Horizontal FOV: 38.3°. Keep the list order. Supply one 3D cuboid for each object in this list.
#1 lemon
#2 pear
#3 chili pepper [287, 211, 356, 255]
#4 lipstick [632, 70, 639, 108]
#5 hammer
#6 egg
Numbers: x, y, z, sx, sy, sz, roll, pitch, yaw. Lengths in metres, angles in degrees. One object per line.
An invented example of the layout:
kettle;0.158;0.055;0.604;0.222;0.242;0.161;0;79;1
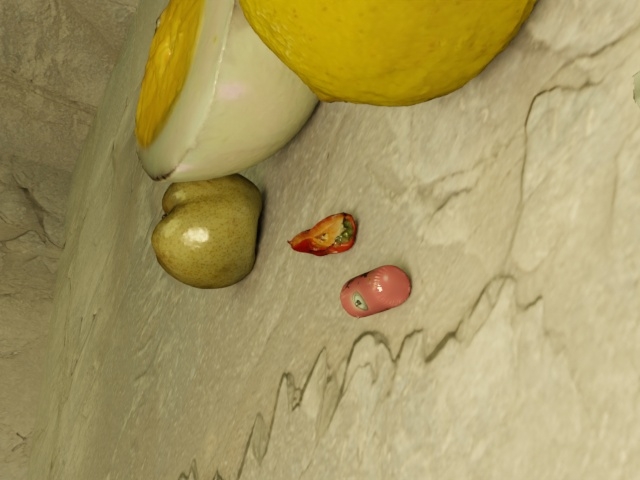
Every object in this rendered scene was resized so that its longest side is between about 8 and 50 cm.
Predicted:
lemon;0.054;-0.249;0.740;0.322;0.268;0.268;124;154;-49
pear;-0.150;-0.017;1.226;0.167;0.136;0.167;-171;90;-84
chili pepper;0.000;0.000;1.000;0.178;0.027;0.045;-15;56;65
lipstick;0.230;-0.107;0.529;0.107;0.025;0.025;-33;44;50
hammer;0.048;0.047;0.832;0.083;0.043;0.043;-25;51;60
egg;-0.092;-0.217;1.153;0.337;0.201;0.337;-34;50;55
